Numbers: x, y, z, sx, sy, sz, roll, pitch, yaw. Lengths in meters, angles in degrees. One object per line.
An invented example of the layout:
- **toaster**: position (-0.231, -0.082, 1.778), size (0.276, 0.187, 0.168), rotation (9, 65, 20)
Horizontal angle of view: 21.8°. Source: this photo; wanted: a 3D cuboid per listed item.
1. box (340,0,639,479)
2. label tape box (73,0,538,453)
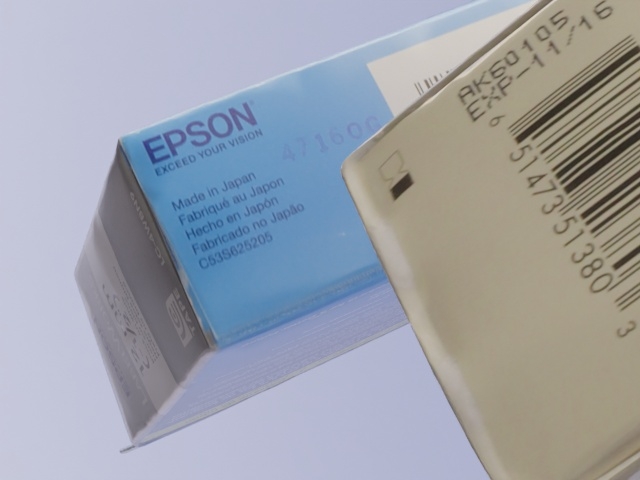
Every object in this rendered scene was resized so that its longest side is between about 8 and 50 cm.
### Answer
- **box**: position (0.156, 0.063, 0.497), size (0.121, 0.311, 0.148), rotation (-39, -137, 12)
- **label tape box**: position (0.000, 0.000, 0.908), size (0.115, 0.249, 0.348), rotation (64, -19, 6)
